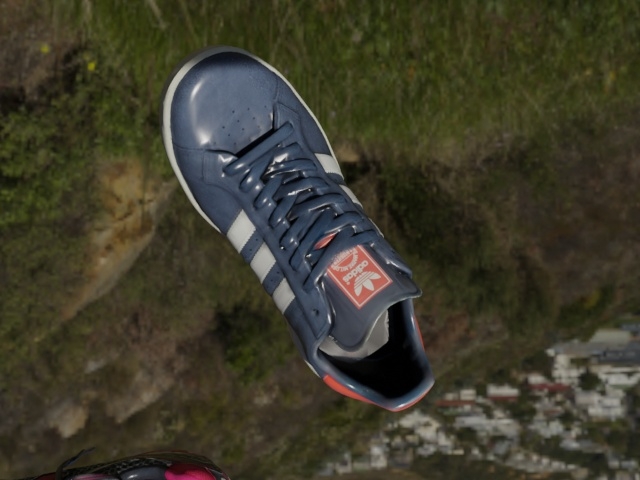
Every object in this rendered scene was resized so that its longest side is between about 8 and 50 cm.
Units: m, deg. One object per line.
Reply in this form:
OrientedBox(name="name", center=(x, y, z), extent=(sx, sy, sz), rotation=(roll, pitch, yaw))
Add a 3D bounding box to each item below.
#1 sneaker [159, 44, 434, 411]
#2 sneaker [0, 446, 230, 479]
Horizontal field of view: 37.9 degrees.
OrientedBox(name="sneaker", center=(0.000, 0.000, 0.758), extent=(0.350, 0.131, 0.148), rotation=(58, 167, -30))
OrientedBox(name="sneaker", center=(-0.211, 0.216, 0.684), extent=(0.299, 0.121, 0.112), rotation=(-17, 167, -11))
